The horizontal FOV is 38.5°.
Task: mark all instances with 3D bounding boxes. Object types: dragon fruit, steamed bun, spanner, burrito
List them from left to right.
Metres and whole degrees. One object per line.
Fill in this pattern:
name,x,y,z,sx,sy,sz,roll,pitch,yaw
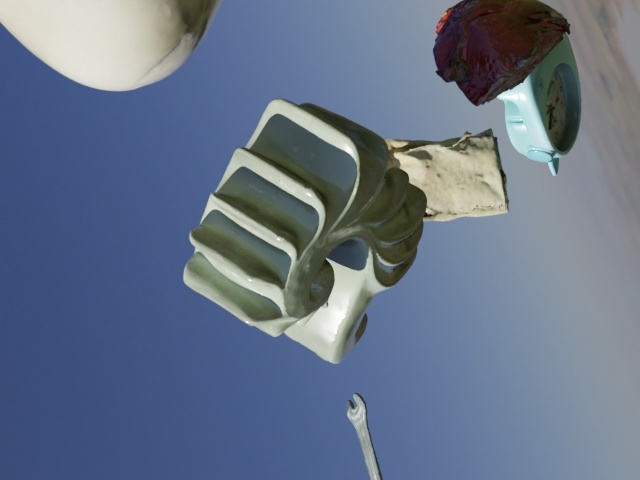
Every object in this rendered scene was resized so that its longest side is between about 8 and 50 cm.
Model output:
steamed bun,-0.259,-0.304,0.974,0.324,0.206,0.324,39,163,14
spanner,0.103,0.431,1.699,0.017,0.071,0.302,-7,-108,-30
burrito,0.221,-0.129,1.930,0.135,0.332,0.190,36,-131,-83
dragon fruit,0.214,-0.266,1.177,0.161,0.127,0.120,45,-139,16

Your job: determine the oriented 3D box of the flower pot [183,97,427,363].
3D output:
flower pot,0.000,0.000,1.110,0.164,0.254,0.367,29,177,27

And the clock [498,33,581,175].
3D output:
clock,0.444,-0.268,1.835,0.223,0.094,0.274,-53,-46,-36
